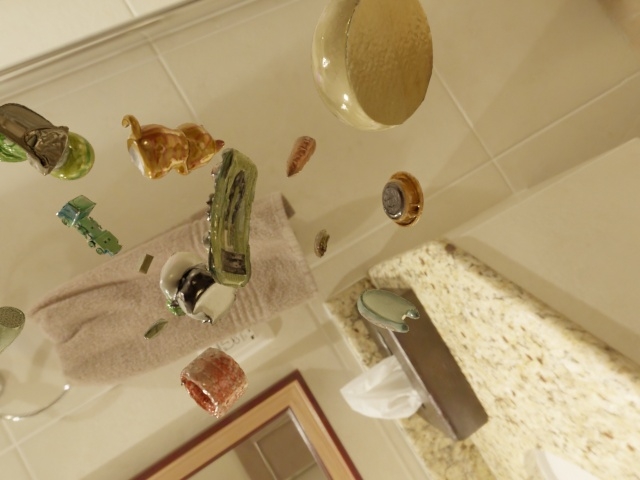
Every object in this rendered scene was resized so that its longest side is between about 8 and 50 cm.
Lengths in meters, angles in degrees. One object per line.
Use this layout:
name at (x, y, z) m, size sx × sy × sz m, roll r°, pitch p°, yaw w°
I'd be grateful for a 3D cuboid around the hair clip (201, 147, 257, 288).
hair clip at (-0.221, -0.051, 0.942) m, size 0.138 × 0.091 × 0.320 m, roll 24°, pitch -113°, yaw -62°

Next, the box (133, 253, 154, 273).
box at (-0.714, 0.095, 1.613) m, size 0.035 × 0.079 × 0.083 m, roll 28°, pitch 163°, yaw -34°

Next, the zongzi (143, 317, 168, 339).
zongzi at (-0.669, 0.366, 1.633) m, size 0.052 × 0.104 × 0.113 m, roll 48°, pitch 154°, yaw -17°

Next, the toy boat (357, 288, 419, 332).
toy boat at (0.216, 0.238, 1.328) m, size 0.208 × 0.134 × 0.078 m, roll 21°, pitch 132°, yaw 30°

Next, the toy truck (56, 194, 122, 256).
toy truck at (-0.596, -0.036, 1.052) m, size 0.081 × 0.067 × 0.175 m, roll -34°, pitch 103°, yaw 34°

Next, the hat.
hat at (-0.750, -0.264, 1.028) m, size 0.175 × 0.085 × 0.146 m, roll 43°, pitch -136°, yaw -41°

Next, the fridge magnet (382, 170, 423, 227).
fridge magnet at (0.203, -0.102, 1.000) m, size 0.143 × 0.063 × 0.142 m, roll 35°, pitch 130°, yaw 55°

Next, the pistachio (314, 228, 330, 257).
pistachio at (0.000, 0.000, 1.620) m, size 0.049 × 0.089 × 0.172 m, roll 27°, pitch -149°, yaw -17°

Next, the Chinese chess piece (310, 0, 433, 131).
Chinese chess piece at (0.096, -0.326, 0.721) m, size 0.097 × 0.251 × 0.250 m, roll 21°, pitch 141°, yaw 46°

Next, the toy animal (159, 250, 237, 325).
toy animal at (-0.427, 0.158, 1.345) m, size 0.267 × 0.212 × 0.212 m, roll 17°, pitch 143°, yaw 30°

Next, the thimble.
thimble at (-0.396, 0.525, 1.484) m, size 0.240 × 0.162 × 0.239 m, roll 24°, pitch 135°, yaw 26°

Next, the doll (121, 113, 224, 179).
doll at (-0.455, -0.283, 1.226) m, size 0.166 × 0.270 × 0.162 m, roll 47°, pitch 125°, yaw 19°

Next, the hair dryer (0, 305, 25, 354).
hair dryer at (-0.797, 0.185, 0.919) m, size 0.237 × 0.206 × 0.075 m, roll 46°, pitch -168°, yaw 20°

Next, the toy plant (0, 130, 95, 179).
toy plant at (-0.969, -0.321, 1.397) m, size 0.316 × 0.225 × 0.184 m, roll 3°, pitch -114°, yaw -76°

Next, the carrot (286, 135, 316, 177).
carrot at (-0.068, -0.248, 1.216) m, size 0.205 × 0.072 × 0.072 m, roll -71°, pitch -32°, yaw -48°
